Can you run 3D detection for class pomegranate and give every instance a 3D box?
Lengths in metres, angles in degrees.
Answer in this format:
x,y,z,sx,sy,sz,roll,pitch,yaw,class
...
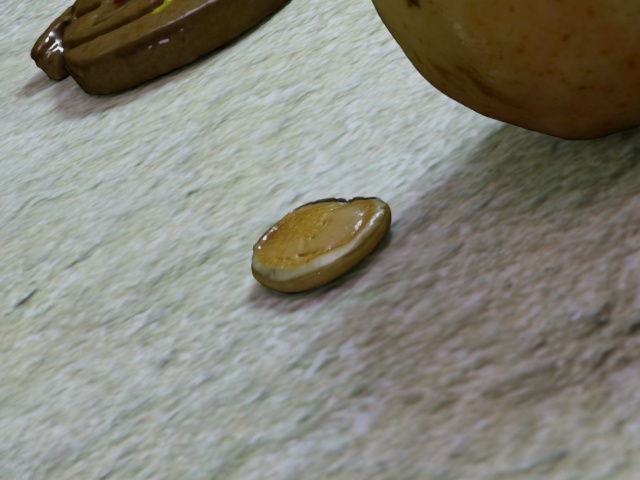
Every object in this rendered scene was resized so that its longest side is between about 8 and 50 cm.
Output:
x,y,z,sx,sy,sz,roll,pitch,yaw,class
0.158,-0.241,1.218,0.342,0.342,0.342,-24,25,12,pomegranate

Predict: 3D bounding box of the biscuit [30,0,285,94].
x,y,z,sx,sy,sz,roll,pitch,yaw,class
-0.158,-0.278,1.952,0.350,0.070,0.394,-26,25,7,biscuit

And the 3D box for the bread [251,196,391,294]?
x,y,z,sx,sy,sz,roll,pitch,yaw,class
0.000,0.000,1.295,0.110,0.024,0.110,-25,24,12,bread
